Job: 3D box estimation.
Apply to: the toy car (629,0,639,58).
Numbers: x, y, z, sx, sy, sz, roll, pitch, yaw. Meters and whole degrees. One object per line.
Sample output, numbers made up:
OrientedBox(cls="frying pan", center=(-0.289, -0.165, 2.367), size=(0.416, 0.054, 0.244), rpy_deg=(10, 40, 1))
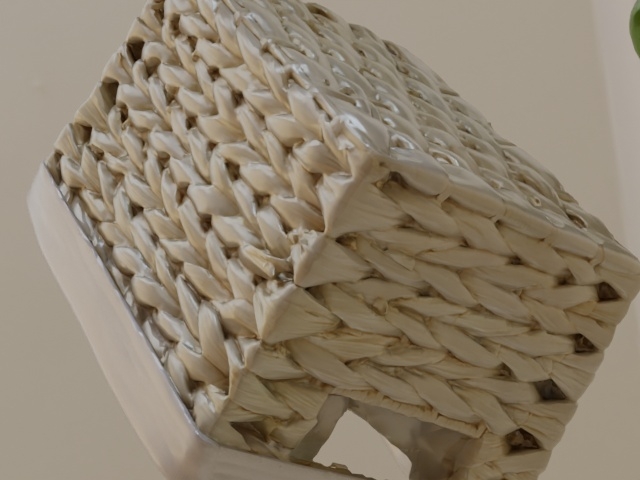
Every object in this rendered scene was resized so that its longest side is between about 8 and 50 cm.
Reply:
OrientedBox(cls="toy car", center=(0.131, -0.144, 0.392), size=(0.149, 0.155, 0.188), rpy_deg=(38, -15, 3))

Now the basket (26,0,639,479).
OrientedBox(cls="basket", center=(0.000, 0.000, 0.461), size=(0.103, 0.113, 0.167), rpy_deg=(-59, -145, 16))
